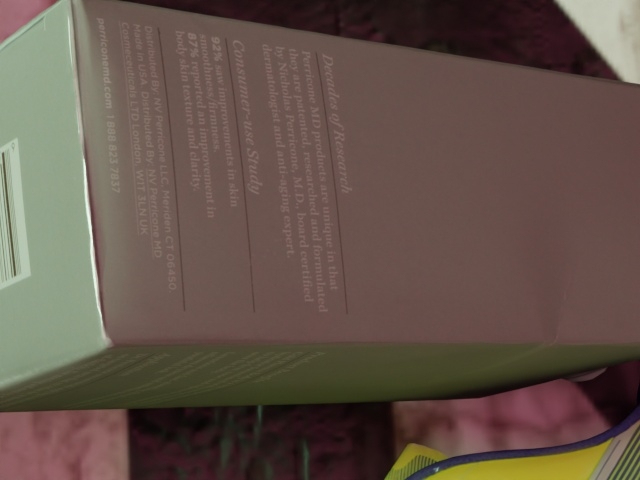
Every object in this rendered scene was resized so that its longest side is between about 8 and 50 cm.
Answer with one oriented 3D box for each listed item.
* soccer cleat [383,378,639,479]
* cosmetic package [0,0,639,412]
[{"bbox_3d":[0.030,0.144,0.515,0.289,0.093,0.121,-26,65,-3],"label":"soccer cleat"},{"bbox_3d":[0.000,0.000,0.465,0.238,0.127,0.107,0,76,-39],"label":"cosmetic package"}]
